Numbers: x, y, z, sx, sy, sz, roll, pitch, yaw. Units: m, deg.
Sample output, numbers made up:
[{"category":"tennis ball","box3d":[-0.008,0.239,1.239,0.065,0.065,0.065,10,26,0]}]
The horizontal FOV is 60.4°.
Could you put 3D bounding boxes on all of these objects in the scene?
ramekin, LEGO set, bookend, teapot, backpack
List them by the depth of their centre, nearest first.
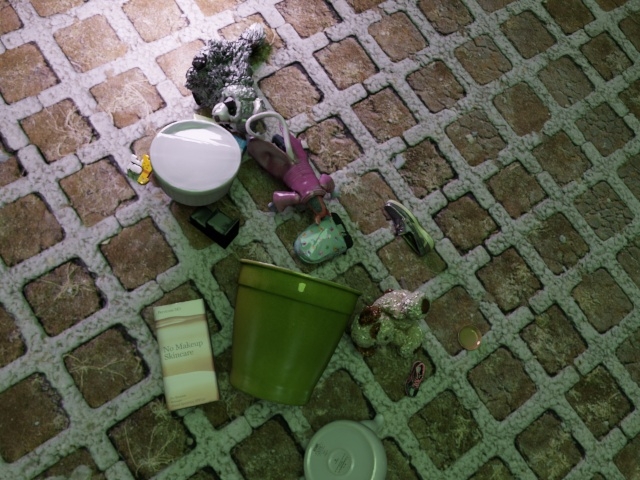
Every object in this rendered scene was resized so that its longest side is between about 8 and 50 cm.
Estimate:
[{"category":"teapot","box3d":[0.083,0.647,1.573,0.256,0.187,0.252,-23,57,10]},{"category":"ramekin","box3d":[-0.382,-0.228,1.686,0.273,0.127,0.272,6,61,-10]},{"category":"bookend","box3d":[-0.337,-0.064,1.717,0.157,0.156,0.072,37,71,3]},{"category":"LEGO set","box3d":[-0.529,-0.199,1.759,0.227,0.087,0.093,26,70,-1]},{"category":"backpack","box3d":[0.000,0.000,1.781,0.182,0.115,0.151,-28,83,-14]}]

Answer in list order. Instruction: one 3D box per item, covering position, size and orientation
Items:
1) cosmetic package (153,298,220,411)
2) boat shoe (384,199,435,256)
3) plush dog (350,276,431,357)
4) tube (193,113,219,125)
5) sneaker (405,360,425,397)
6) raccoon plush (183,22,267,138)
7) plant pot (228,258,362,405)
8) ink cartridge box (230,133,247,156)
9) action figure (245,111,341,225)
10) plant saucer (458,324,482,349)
[{"category":"cosmetic package","box3d":[-0.388,0.333,1.602,0.153,0.129,0.295,-11,75,-12]},{"category":"boat shoe","box3d":[0.292,-0.040,1.865,0.223,0.080,0.073,47,66,1]},{"category":"plush dog","box3d":[0.193,0.248,1.708,0.226,0.262,0.210,-21,45,-25]},{"category":"tube","box3d":[-0.413,-0.315,1.832,0.070,0.062,0.240,37,58,-41]},{"category":"sneaker","box3d":[0.303,0.437,1.735,0.047,0.057,0.119,20,72,-6]},{"category":"raccoon plush","box3d":[-0.232,-0.548,1.842,0.299,0.216,0.446,36,71,5]},{"category":"plant pot","box3d":[-0.101,0.272,1.582,0.367,0.366,0.352,16,83,-5]},{"category":"ink cartridge box","box3d":[-0.328,-0.265,1.828,0.105,0.061,0.181,23,71,-2]},{"category":"action figure","box3d":[-0.061,-0.218,1.759,0.248,0.275,0.370,-28,67,-19]},{"category":"plant saucer","box3d":[0.494,0.322,1.826,0.084,0.015,0.083,3,73,-10]}]
